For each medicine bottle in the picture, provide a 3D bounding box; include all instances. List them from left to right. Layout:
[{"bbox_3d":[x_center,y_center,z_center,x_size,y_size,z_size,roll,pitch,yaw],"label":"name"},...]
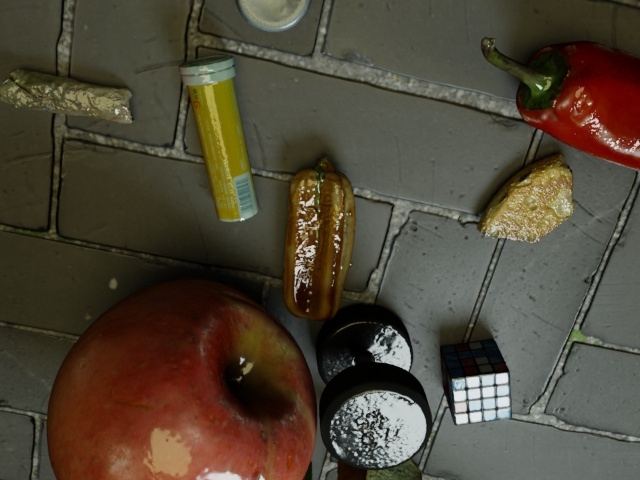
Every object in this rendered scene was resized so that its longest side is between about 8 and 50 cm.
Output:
[{"bbox_3d":[-0.134,-0.136,0.869,0.073,0.074,0.218,-8,113,3],"label":"medicine bottle"},{"bbox_3d":[-0.051,-0.289,0.734,0.083,0.203,0.084,-1,113,-2],"label":"medicine bottle"}]

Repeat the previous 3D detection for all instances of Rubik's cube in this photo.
[{"bbox_3d":[0.245,0.224,1.009,0.092,0.092,0.092,-9,112,3],"label":"Rubik's cube"}]

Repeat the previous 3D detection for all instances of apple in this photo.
[{"bbox_3d":[-0.193,0.239,0.876,0.363,0.364,0.364,0,113,-1],"label":"apple"}]

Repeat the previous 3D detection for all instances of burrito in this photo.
[{"bbox_3d":[-0.339,-0.193,0.859,0.171,0.042,0.051,9,102,-6],"label":"burrito"}]

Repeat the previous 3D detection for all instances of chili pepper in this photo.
[{"bbox_3d":[0.328,-0.190,0.819,0.338,0.131,0.135,14,137,-10],"label":"chili pepper"}]

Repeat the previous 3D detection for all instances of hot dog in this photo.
[{"bbox_3d":[0.000,0.000,0.929,0.104,0.076,0.250,9,110,17],"label":"hot dog"}]

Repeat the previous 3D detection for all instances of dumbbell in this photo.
[{"bbox_3d":[0.070,0.208,0.933,0.152,0.218,0.153,-1,113,-1],"label":"dumbbell"}]

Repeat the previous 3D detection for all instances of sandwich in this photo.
[{"bbox_3d":[0.101,0.397,1.013,0.065,0.215,0.186,-38,107,15],"label":"sandwich"}]

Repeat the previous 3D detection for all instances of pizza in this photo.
[{"bbox_3d":[0.305,-0.053,0.926,0.099,0.036,0.160,42,107,-15],"label":"pizza"}]

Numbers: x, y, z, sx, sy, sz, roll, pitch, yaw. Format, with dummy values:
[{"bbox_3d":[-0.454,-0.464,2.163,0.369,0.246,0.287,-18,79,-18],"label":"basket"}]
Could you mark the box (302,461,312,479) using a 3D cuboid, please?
[{"bbox_3d":[-0.110,0.494,1.088,0.194,0.148,0.178,1,114,-1],"label":"box"}]
